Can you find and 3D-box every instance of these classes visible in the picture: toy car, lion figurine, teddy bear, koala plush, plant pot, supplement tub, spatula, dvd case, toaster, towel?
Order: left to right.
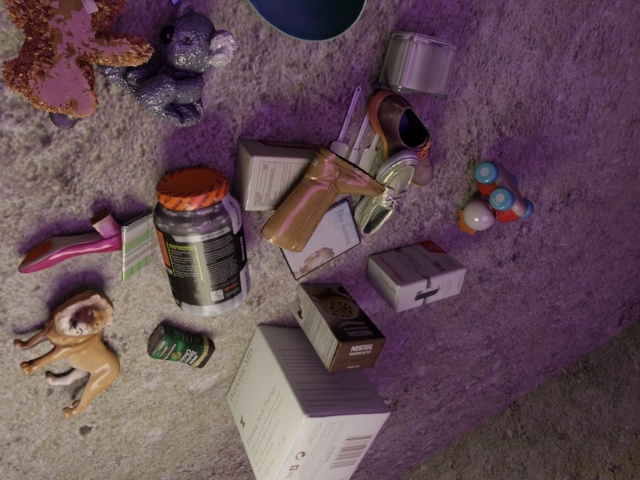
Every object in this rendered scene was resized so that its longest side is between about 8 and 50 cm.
[{"bbox_3d":[-0.417,-0.386,0.770,0.244,0.113,0.339,-5,112,-22],"label":"teddy bear"},{"bbox_3d":[-0.622,0.300,1.199,0.240,0.142,0.393,-27,143,-22],"label":"lion figurine"},{"bbox_3d":[-0.458,0.012,1.122,0.023,0.113,0.152,19,117,9],"label":"towel"},{"bbox_3d":[-0.286,-0.364,0.926,0.221,0.196,0.203,-55,157,7],"label":"koala plush"},{"bbox_3d":[-0.292,0.005,1.132,0.206,0.207,0.338,-15,126,-21],"label":"supplement tub"},{"bbox_3d":[-0.009,-0.587,0.907,0.290,0.289,0.196,52,52,-40],"label":"plant pot"},{"bbox_3d":[0.000,0.000,1.414,0.252,0.022,0.181,-30,129,-10],"label":"dvd case"},{"bbox_3d":[0.114,-0.305,1.289,0.168,0.019,0.242,7,115,-32],"label":"spatula"},{"bbox_3d":[0.253,-0.464,1.200,0.226,0.129,0.147,-1,115,-27],"label":"toaster"},{"bbox_3d":[0.571,-0.126,1.586,0.238,0.211,0.219,-37,151,33],"label":"toy car"}]

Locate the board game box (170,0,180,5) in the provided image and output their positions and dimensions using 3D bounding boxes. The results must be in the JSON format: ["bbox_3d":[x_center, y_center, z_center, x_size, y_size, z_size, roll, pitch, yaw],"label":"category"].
[{"bbox_3d":[-0.291,-0.541,0.911,0.090,0.020,0.090,-41,130,-3],"label":"board game box"}]

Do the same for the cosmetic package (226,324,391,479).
[{"bbox_3d":[-0.057,0.531,1.473,0.327,0.394,0.330,11,113,-35],"label":"cosmetic package"}]

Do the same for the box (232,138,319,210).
[{"bbox_3d":[-0.097,-0.169,1.184,0.232,0.127,0.149,-2,121,-28],"label":"box"}]

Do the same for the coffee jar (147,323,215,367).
[{"bbox_3d":[-0.408,0.318,1.346,0.184,0.079,0.096,28,103,-39],"label":"coffee jar"}]

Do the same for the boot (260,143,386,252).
[{"bbox_3d":[0.008,-0.084,1.166,0.236,0.089,0.270,26,106,-28],"label":"boot"}]

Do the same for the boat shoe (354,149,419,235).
[{"bbox_3d":[0.199,-0.131,1.327,0.108,0.094,0.302,6,140,-24],"label":"boat shoe"}]

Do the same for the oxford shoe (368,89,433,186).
[{"bbox_3d":[0.261,-0.266,1.316,0.130,0.132,0.363,-46,134,-1],"label":"oxford shoe"}]

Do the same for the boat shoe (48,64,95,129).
[{"bbox_3d":[-0.498,-0.315,0.906,0.075,0.065,0.206,14,111,-35],"label":"boat shoe"}]

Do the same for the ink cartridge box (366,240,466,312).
[{"bbox_3d":[0.321,0.118,1.555,0.272,0.197,0.114,-12,124,-23],"label":"ink cartridge box"}]

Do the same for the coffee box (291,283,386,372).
[{"bbox_3d":[0.049,0.263,1.427,0.167,0.297,0.119,2,118,-31],"label":"coffee box"}]

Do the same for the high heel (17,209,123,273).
[{"bbox_3d":[-0.575,0.031,1.080,0.244,0.082,0.117,-36,134,-15],"label":"high heel"}]
